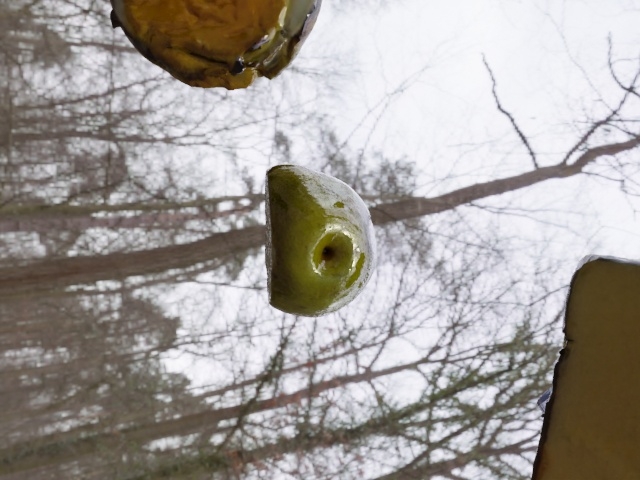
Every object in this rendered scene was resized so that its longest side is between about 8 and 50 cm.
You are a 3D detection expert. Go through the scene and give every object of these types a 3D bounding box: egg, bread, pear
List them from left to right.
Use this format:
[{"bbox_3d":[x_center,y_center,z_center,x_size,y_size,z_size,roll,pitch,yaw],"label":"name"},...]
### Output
[{"bbox_3d":[-0.120,-0.321,0.993,0.286,0.174,0.264,33,-87,11],"label":"egg"},{"bbox_3d":[0.000,0.000,0.696,0.141,0.104,0.141,178,-90,-79],"label":"pear"},{"bbox_3d":[0.322,0.147,0.650,0.263,0.198,0.236,11,-55,36],"label":"bread"}]

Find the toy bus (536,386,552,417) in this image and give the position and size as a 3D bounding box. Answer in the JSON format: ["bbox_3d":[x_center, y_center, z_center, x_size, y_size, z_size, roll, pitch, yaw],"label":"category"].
[{"bbox_3d":[0.399,0.280,1.240,0.073,0.167,0.076,-41,-88,5],"label":"toy bus"}]
